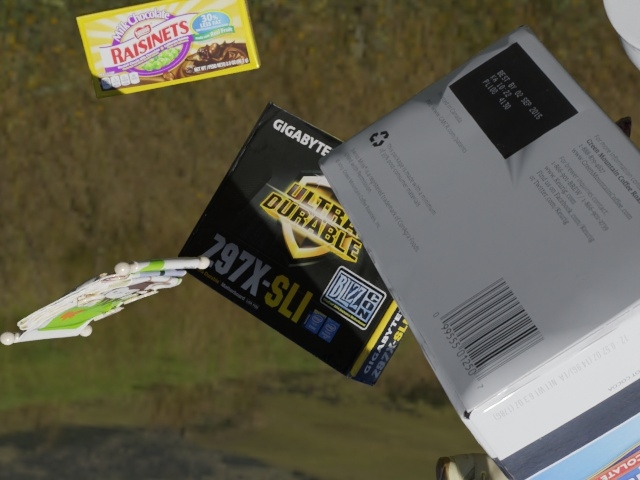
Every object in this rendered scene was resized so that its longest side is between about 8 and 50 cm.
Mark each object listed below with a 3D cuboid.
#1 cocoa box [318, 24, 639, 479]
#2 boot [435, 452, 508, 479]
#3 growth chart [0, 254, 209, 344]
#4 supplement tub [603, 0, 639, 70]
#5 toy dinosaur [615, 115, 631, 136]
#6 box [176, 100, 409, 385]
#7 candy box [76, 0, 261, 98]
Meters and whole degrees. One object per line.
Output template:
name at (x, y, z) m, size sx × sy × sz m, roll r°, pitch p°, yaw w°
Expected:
cocoa box at (0.190, 0.034, 1.223) m, size 0.231 × 0.347 × 0.228 m, roll -33°, pitch 132°, yaw 4°
boot at (0.309, 0.462, 2.357) m, size 0.203 × 0.262 × 0.095 m, roll -10°, pitch 171°, yaw -13°
growth chart at (-0.231, 0.063, 1.576) m, size 0.237 × 0.021 × 0.172 m, roll -28°, pitch 167°, yaw 35°
supplement tub at (0.491, -0.266, 1.723) m, size 0.235 × 0.235 × 0.325 m, roll -8°, pitch 164°, yaw 34°
toy dinosaur at (0.304, -0.047, 2.006) m, size 0.296 × 0.200 × 0.127 m, roll -14°, pitch 130°, yaw 27°
box at (0.000, 0.000, 1.879) m, size 0.322 × 0.257 × 0.079 m, roll 32°, pitch -178°, yaw 31°
candy box at (-0.183, -0.241, 1.761) m, size 0.206 × 0.105 × 0.027 m, roll -11°, pitch -165°, yaw 6°
